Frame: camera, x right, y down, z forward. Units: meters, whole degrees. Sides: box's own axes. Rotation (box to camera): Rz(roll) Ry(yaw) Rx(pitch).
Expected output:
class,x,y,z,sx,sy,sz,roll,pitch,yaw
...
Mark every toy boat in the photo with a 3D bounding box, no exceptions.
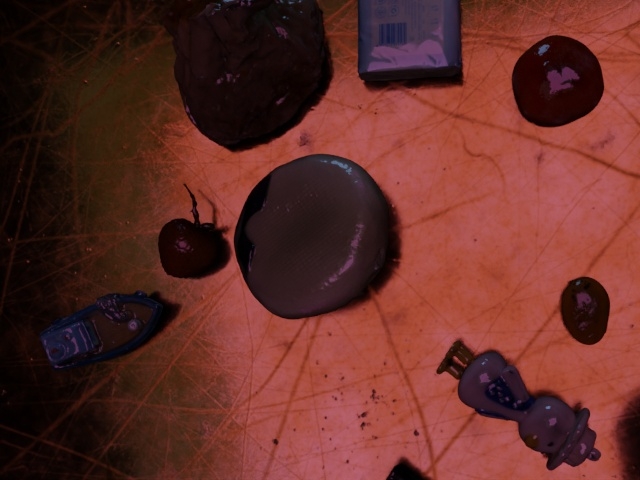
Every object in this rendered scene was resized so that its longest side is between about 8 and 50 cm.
class,x,y,z,sx,sy,sz,roll,pitch,yaw
toy boat,-0.386,0.155,1.745,0.237,0.098,0.109,-22,86,7

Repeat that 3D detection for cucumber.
class,x,y,z,sx,sy,sz,roll,pitch,yaw
cucumber,0.200,0.453,1.646,0.214,0.058,0.052,37,87,7

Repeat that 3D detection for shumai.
class,x,y,z,sx,sy,sz,roll,pitch,yaw
shumai,-0.142,-0.318,1.650,0.267,0.262,0.314,24,93,11

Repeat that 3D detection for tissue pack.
class,x,y,z,sx,sy,sz,roll,pitch,yaw
tissue pack,0.151,-0.410,1.692,0.177,0.089,0.263,-1,84,8

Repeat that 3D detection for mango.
class,x,y,z,sx,sy,sz,roll,pitch,yaw
mango,0.438,0.116,1.628,0.078,0.057,0.114,-10,93,5

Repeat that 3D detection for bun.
class,x,y,z,sx,sy,sz,roll,pitch,yaw
bun,0.000,0.000,1.658,0.283,0.179,0.283,-9,70,24

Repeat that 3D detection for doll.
class,x,y,z,sx,sy,sz,roll,pitch,yaw
doll,0.325,0.271,1.607,0.293,0.119,0.138,34,136,10

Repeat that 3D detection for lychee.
class,x,y,z,sx,sy,sz,roll,pitch,yaw
lychee,-0.233,-0.001,1.719,0.114,0.101,0.140,28,122,17

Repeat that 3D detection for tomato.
class,x,y,z,sx,sy,sz,roll,pitch,yaw
tomato,0.396,-0.273,1.649,0.155,0.069,0.156,-1,86,10
